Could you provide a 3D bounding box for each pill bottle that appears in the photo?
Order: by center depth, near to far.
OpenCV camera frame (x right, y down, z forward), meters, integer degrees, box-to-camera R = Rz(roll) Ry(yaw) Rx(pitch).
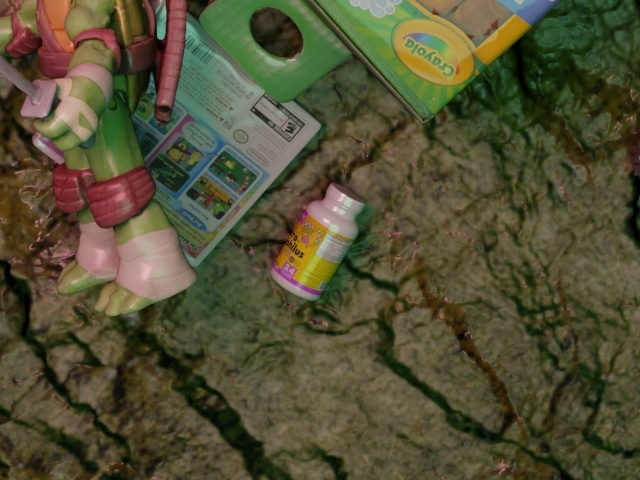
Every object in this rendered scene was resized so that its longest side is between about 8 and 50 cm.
[{"bbox_3d":[0.000,0.000,1.437,0.043,0.043,0.083,26,102,-21],"label":"pill bottle"}]

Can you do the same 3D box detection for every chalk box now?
[{"bbox_3d":[0.053,-0.212,1.296,0.289,0.179,0.180,-43,113,5],"label":"chalk box"}]

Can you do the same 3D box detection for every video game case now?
[{"bbox_3d":[-0.102,-0.078,1.398,0.157,0.019,0.143,39,98,-24],"label":"video game case"}]

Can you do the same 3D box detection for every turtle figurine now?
[{"bbox_3d":[-0.197,-0.077,1.271,0.198,0.275,0.266,-5,110,33],"label":"turtle figurine"}]

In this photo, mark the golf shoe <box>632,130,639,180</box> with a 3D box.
[{"bbox_3d":[0.321,-0.100,1.450,0.198,0.094,0.077,-43,115,7],"label":"golf shoe"}]
